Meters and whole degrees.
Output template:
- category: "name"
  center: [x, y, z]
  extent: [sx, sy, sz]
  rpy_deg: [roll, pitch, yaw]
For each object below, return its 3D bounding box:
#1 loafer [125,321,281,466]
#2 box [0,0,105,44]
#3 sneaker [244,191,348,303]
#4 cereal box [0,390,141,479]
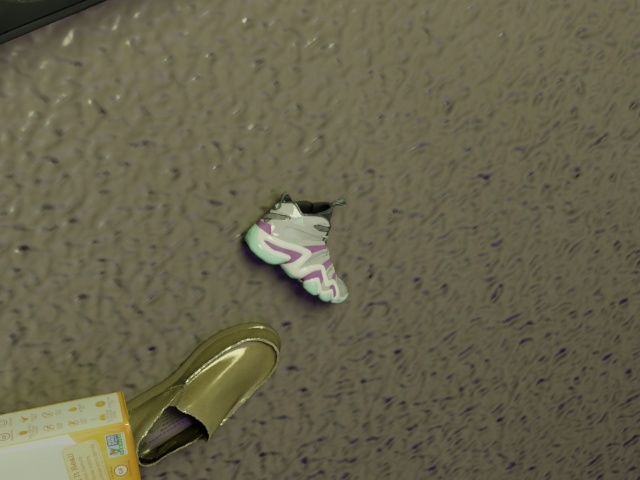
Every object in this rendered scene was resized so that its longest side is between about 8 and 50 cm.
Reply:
- category: "loafer"
  center: [-0.086, 0.117, 0.970]
  extent: [0.148, 0.050, 0.056]
  rpy_deg: [-37, 128, -4]
- category: "box"
  center: [-0.085, -0.302, 0.631]
  extent: [0.318, 0.097, 0.395]
  rpy_deg: [-28, 149, -19]
- category: "sneaker"
  center: [0.000, 0.000, 0.962]
  extent: [0.098, 0.038, 0.069]
  rpy_deg: [35, 97, -37]
- category: "cereal box"
  center: [-0.238, 0.205, 0.912]
  extent: [0.240, 0.047, 0.173]
  rpy_deg: [-11, 120, -10]
